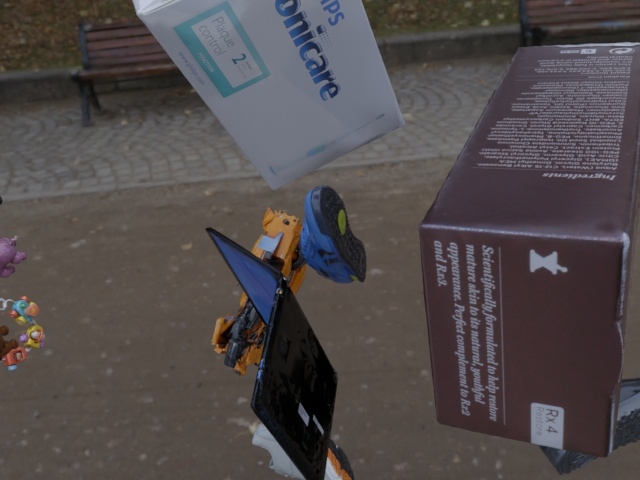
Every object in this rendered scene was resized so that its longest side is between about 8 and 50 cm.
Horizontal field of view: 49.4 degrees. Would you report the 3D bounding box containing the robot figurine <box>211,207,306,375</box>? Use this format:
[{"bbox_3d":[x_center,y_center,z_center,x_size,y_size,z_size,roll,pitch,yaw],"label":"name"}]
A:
[{"bbox_3d":[-0.100,0.096,1.233,0.085,0.291,0.211,23,-4,17],"label":"robot figurine"}]

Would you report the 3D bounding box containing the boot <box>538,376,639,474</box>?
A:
[{"bbox_3d":[0.544,0.262,1.584,0.367,0.146,0.445,-17,40,-15],"label":"boot"}]

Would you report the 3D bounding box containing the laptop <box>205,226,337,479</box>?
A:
[{"bbox_3d":[-0.073,0.147,0.880,0.136,0.234,0.264,-6,48,18],"label":"laptop"}]

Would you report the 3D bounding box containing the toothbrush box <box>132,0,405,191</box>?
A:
[{"bbox_3d":[-0.064,-0.221,0.531,0.126,0.216,0.296,-27,62,5],"label":"toothbrush box"}]

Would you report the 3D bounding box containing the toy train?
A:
[{"bbox_3d":[-0.688,0.208,1.602,0.046,0.166,0.125,-12,-3,28],"label":"toy train"}]

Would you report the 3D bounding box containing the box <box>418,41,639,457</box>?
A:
[{"bbox_3d":[0.208,-0.024,0.615,0.143,0.191,0.381,4,33,23],"label":"box"}]

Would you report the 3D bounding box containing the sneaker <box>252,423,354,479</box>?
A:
[{"bbox_3d":[-0.032,0.446,1.406,0.121,0.262,0.099,-35,14,13],"label":"sneaker"}]

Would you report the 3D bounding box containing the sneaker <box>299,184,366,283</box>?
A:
[{"bbox_3d":[0.000,0.000,0.883,0.082,0.209,0.069,1,65,16],"label":"sneaker"}]

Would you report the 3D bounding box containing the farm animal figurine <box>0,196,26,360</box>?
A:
[{"bbox_3d":[-0.690,0.081,1.212,0.326,0.330,0.172,-6,4,19],"label":"farm animal figurine"}]
